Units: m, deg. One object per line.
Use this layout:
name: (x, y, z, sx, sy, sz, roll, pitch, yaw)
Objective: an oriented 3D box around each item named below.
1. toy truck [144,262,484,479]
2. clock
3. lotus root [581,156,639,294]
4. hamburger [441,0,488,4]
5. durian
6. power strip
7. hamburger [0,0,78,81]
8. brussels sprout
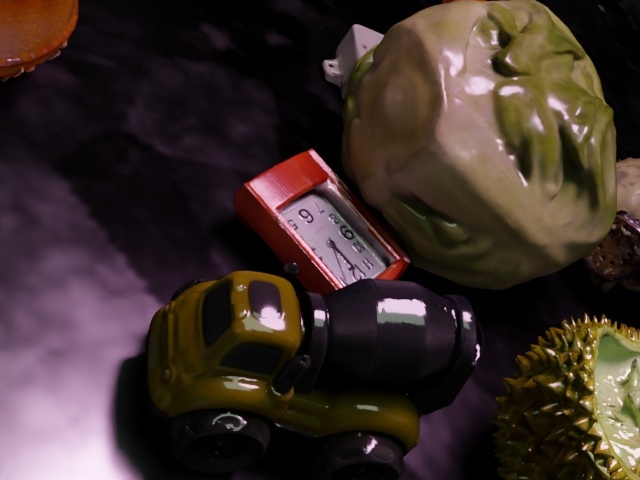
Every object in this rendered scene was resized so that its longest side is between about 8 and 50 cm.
toy truck: (-0.005, 0.082, 0.630, 0.224, 0.165, 0.147, 15, 45, -24)
clock: (0.000, 0.000, 0.800, 0.155, 0.061, 0.113, 47, 40, 8)
lotus root: (0.421, -0.024, 1.066, 0.309, 0.173, 0.173, -14, 60, -52)
hamburger: (0.207, -0.271, 1.191, 0.137, 0.087, 0.166, 22, 40, -16)
durian: (0.245, 0.168, 0.722, 0.237, 0.176, 0.200, -1, 43, -44)
power strip: (0.163, -0.178, 1.091, 0.338, 0.058, 0.098, 16, 43, -24)
hamburger: (-0.315, -0.236, 0.735, 0.237, 0.147, 0.236, 23, 49, -29)
brussels sprout: (0.173, -0.111, 0.894, 0.328, 0.247, 0.328, 26, 36, -21)
